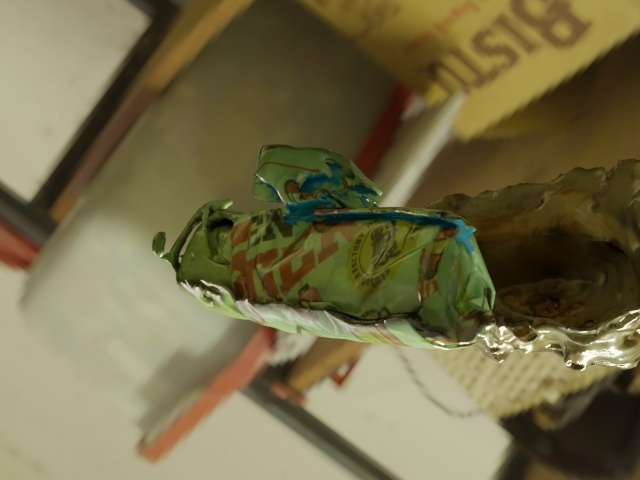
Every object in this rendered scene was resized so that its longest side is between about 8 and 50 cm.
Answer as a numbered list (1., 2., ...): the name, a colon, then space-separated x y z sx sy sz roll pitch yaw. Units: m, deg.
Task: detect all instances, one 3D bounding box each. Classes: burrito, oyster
1. burrito: 0.000 0.000 0.980 0.288 0.054 0.104 4 -102 55
2. oyster: 0.111 0.014 1.213 0.337 0.133 0.198 7 -158 41
